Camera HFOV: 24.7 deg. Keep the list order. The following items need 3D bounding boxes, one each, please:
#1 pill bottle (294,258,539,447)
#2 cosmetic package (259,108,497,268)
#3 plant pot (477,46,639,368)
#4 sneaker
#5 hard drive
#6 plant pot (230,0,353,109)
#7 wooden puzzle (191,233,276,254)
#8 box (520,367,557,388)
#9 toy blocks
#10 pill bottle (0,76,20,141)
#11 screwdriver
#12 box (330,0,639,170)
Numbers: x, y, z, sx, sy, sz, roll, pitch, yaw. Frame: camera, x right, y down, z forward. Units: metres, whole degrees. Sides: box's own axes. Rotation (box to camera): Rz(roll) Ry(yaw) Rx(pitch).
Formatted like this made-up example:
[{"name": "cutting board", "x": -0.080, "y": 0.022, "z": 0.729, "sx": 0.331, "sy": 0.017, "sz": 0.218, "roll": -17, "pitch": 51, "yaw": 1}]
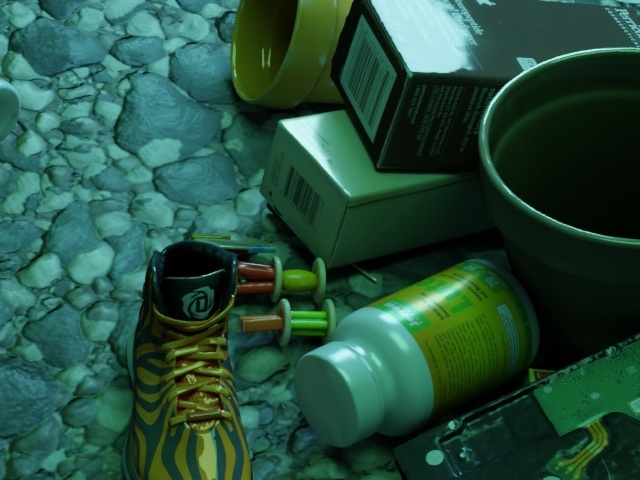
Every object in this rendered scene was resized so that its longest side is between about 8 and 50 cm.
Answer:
[{"name": "pill bottle", "x": 0.097, "y": 0.120, "z": 1.507, "sx": 0.246, "sy": 0.136, "sz": 0.136, "roll": -23, "pitch": 50, "yaw": -35}, {"name": "cosmetic package", "x": 0.102, "y": -0.080, "z": 1.749, "sx": 0.309, "sy": 0.113, "sz": 0.160, "roll": -15, "pitch": 47, "yaw": -34}, {"name": "plant pot", "x": 0.328, "y": -0.003, "z": 1.575, "sx": 0.323, "sy": 0.280, "sz": 0.323, "roll": -2, "pitch": 42, "yaw": 2}, {"name": "sneaker", "x": -0.131, "y": 0.124, "z": 1.410, "sx": 0.125, "sy": 0.180, "sz": 0.321, "roll": -3, "pitch": 42, "yaw": -17}, {"name": "hard drive", "x": 0.268, "y": 0.226, "z": 1.387, "sx": 0.339, "sy": 0.064, "sz": 0.237, "roll": -26, "pitch": 47, "yaw": -5}, {"name": "plant pot", "x": 0.009, "y": -0.262, "z": 1.912, "sx": 0.188, "sy": 0.205, "sz": 0.205, "roll": 10, "pitch": 37, "yaw": -26}, {"name": "wooden puzzle", "x": -0.100, "y": 0.007, "z": 1.654, "sx": 0.079, "sy": 0.014, "sz": 0.116, "roll": -1, "pitch": 8, "yaw": -21}, {"name": "box", "x": 0.330, "y": 0.191, "z": 1.543, "sx": 0.232, "sy": 0.058, "sz": 0.087, "roll": 6, "pitch": 41, "yaw": -6}, {"name": "toy blocks", "x": -0.066, "y": 0.066, "z": 1.596, "sx": 0.148, "sy": 0.054, "sz": 0.123, "roll": 2, "pitch": 40, "yaw": -13}, {"name": "pill bottle", "x": -0.451, "y": -0.188, "z": 1.770, "sx": 0.169, "sy": 0.094, "sz": 0.094, "roll": 36, "pitch": 45, "yaw": 26}, {"name": "screwdriver", "x": 0.000, "y": 0.000, "z": 1.718, "sx": 0.170, "sy": 0.024, "sz": 0.025, "roll": 39, "pitch": 17, "yaw": 26}, {"name": "box", "x": 0.227, "y": -0.185, "z": 1.727, "sx": 0.381, "sy": 0.143, "sz": 0.191, "roll": 1, "pitch": 40, "yaw": -24}]
